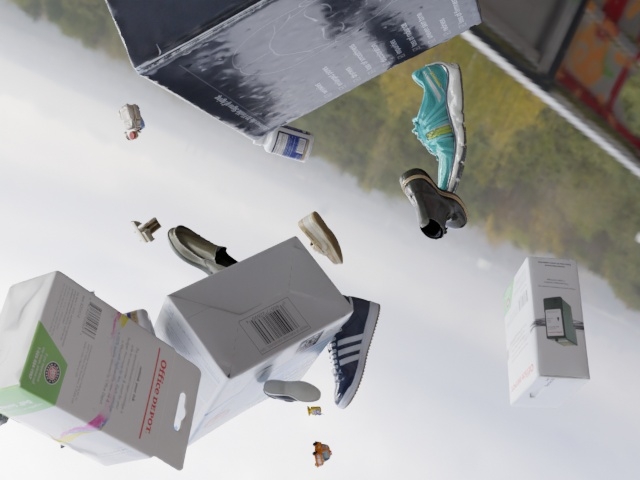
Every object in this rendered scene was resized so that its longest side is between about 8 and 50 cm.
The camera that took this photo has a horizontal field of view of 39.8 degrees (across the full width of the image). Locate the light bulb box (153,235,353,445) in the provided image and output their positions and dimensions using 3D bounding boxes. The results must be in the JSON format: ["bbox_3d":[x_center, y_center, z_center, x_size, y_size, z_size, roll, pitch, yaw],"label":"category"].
[{"bbox_3d":[-0.178,0.225,1.955,0.358,0.361,0.225,-25,-111,-35],"label":"light bulb box"}]

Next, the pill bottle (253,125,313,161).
[{"bbox_3d":[-0.080,-0.214,1.891,0.120,0.067,0.067,15,-176,-13],"label":"pill bottle"}]

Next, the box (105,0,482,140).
[{"bbox_3d":[-0.038,-0.424,1.385,0.297,0.471,0.480,64,-169,11],"label":"box"}]

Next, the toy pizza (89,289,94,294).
[{"bbox_3d":[-0.557,0.211,2.045,0.032,0.201,0.201,25,-179,-18],"label":"toy pizza"}]

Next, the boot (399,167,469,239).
[{"bbox_3d":[0.230,-0.036,1.702,0.198,0.077,0.137,30,-146,-38],"label":"boot"}]

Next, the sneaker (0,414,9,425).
[{"bbox_3d":[-0.670,0.339,1.684,0.129,0.111,0.297,-6,-154,-6],"label":"sneaker"}]

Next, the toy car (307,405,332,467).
[{"bbox_3d":[-0.001,0.410,1.855,0.040,0.122,0.060,-8,-174,5],"label":"toy car"}]

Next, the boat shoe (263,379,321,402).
[{"bbox_3d":[-0.061,0.327,1.898,0.125,0.046,0.038,5,152,1],"label":"boat shoe"}]

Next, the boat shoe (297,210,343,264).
[{"bbox_3d":[0.000,0.000,2.126,0.170,0.059,0.063,57,-160,-35],"label":"boat shoe"}]

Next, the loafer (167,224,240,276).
[{"bbox_3d":[-0.282,0.033,2.286,0.251,0.087,0.094,36,-146,2],"label":"loafer"}]

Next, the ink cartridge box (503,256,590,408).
[{"bbox_3d":[0.505,0.213,2.005,0.121,0.289,0.211,5,151,-4],"label":"ink cartridge box"}]

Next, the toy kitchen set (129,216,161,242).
[{"bbox_3d":[-0.467,-0.043,2.396,0.083,0.075,0.068,2,128,58],"label":"toy kitchen set"}]

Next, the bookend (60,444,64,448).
[{"bbox_3d":[-0.621,0.409,2.200,0.157,0.156,0.072,56,-164,-15],"label":"bookend"}]

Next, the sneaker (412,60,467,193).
[{"bbox_3d":[0.241,-0.223,1.797,0.110,0.275,0.107,-5,177,11],"label":"sneaker"}]

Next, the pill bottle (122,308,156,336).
[{"bbox_3d":[-0.450,0.239,1.735,0.264,0.153,0.153,-16,-170,-9],"label":"pill bottle"}]

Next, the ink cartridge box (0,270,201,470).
[{"bbox_3d":[-0.360,0.229,1.432,0.119,0.207,0.353,-18,137,30],"label":"ink cartridge box"}]

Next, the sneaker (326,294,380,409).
[{"bbox_3d":[0.039,0.262,2.178,0.153,0.282,0.099,22,159,-11],"label":"sneaker"}]

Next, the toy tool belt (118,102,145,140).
[{"bbox_3d":[-0.413,-0.265,1.978,0.052,0.083,0.051,-23,174,35],"label":"toy tool belt"}]
